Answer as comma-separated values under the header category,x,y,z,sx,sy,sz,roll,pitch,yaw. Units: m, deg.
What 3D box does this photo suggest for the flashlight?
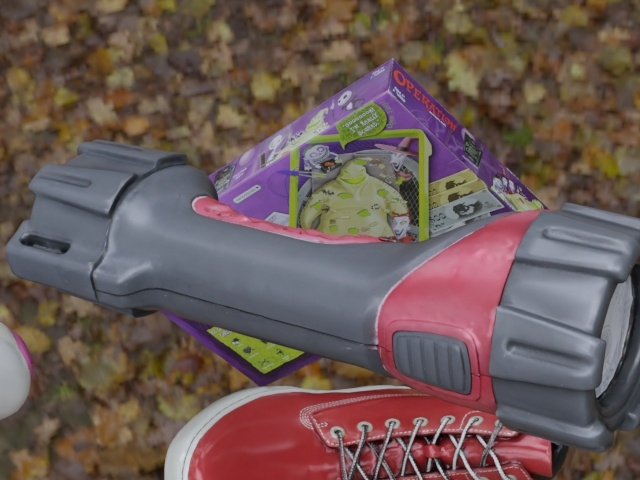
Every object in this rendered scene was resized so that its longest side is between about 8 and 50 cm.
category,x,y,z,sx,sy,sz,roll,pitch,yaw
flashlight,0.005,0.011,0.659,0.304,0.103,0.103,14,81,31

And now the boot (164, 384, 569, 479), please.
category,x,y,z,sx,sy,sz,roll,pitch,yaw
boot,0.040,0.132,0.873,0.176,0.088,0.244,-4,1,45

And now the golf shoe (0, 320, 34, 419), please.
category,x,y,z,sx,sy,sz,roll,pitch,yaw
golf shoe,-0.274,0.094,0.719,0.306,0.115,0.140,8,50,-46

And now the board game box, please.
category,x,y,z,sx,sy,sz,roll,pitch,yaw
board game box,0.000,0.000,1.228,0.347,0.208,0.056,-29,38,34
